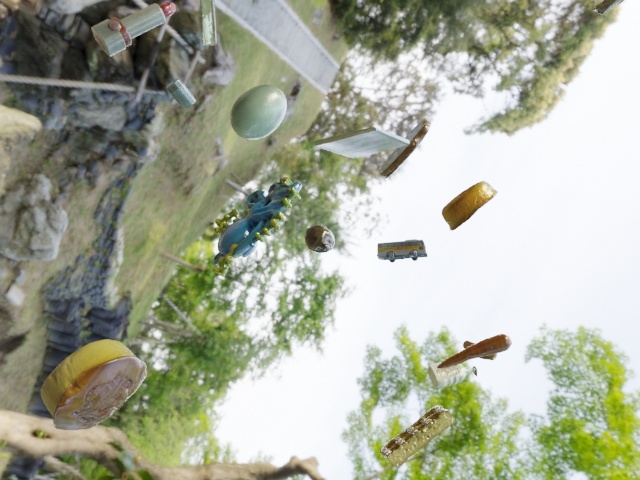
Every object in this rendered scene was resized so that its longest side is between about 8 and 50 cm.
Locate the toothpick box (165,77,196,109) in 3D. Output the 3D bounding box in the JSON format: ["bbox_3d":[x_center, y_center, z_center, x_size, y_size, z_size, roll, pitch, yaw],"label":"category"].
[{"bbox_3d":[-0.427,-0.449,1.687,0.052,0.083,0.052,-27,-149,18],"label":"toothpick box"}]

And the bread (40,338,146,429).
[{"bbox_3d":[-0.617,0.397,1.504,0.270,0.148,0.269,-39,153,-24],"label":"bread"}]

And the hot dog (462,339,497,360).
[{"bbox_3d":[0.536,0.375,1.859,0.044,0.028,0.137,-47,-146,-20],"label":"hot dog"}]

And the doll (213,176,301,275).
[{"bbox_3d":[-0.182,-0.049,1.580,0.341,0.098,0.346,-39,-155,-5],"label":"doll"}]

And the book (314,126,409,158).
[{"bbox_3d":[0.135,-0.307,1.729,0.215,0.283,0.025,-8,-94,31],"label":"book"}]

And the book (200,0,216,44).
[{"bbox_3d":[-0.313,-0.753,1.483,0.371,0.043,0.260,108,-22,-66],"label":"book"}]

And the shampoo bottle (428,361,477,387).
[{"bbox_3d":[0.407,0.401,1.673,0.077,0.152,0.045,-114,-157,-44],"label":"shampoo bottle"}]

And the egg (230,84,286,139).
[{"bbox_3d":[-0.220,-0.460,1.966,0.231,0.168,0.168,-46,-169,-17],"label":"egg"}]

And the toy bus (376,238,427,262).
[{"bbox_3d":[0.312,0.040,2.108,0.064,0.191,0.075,57,30,-64],"label":"toy bus"}]

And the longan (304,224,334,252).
[{"bbox_3d":[0.000,0.000,1.891,0.119,0.106,0.106,44,-67,47],"label":"longan"}]

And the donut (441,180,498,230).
[{"bbox_3d":[0.456,-0.116,1.714,0.190,0.074,0.174,-42,177,14],"label":"donut"}]

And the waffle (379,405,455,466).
[{"bbox_3d":[0.333,0.674,1.904,0.274,0.057,0.168,-35,171,-11],"label":"waffle"}]

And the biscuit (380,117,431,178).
[{"bbox_3d":[0.339,-0.361,2.162,0.273,0.049,0.257,-50,-174,19],"label":"biscuit"}]

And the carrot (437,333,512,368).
[{"bbox_3d":[0.410,0.299,1.466,0.048,0.216,0.048,161,-90,-86],"label":"carrot"}]

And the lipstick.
[{"bbox_3d":[-0.388,-0.466,1.174,0.186,0.063,0.057,-38,172,-20],"label":"lipstick"}]

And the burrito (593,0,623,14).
[{"bbox_3d":[0.877,-0.722,1.613,0.171,0.042,0.051,-42,-139,5],"label":"burrito"}]
